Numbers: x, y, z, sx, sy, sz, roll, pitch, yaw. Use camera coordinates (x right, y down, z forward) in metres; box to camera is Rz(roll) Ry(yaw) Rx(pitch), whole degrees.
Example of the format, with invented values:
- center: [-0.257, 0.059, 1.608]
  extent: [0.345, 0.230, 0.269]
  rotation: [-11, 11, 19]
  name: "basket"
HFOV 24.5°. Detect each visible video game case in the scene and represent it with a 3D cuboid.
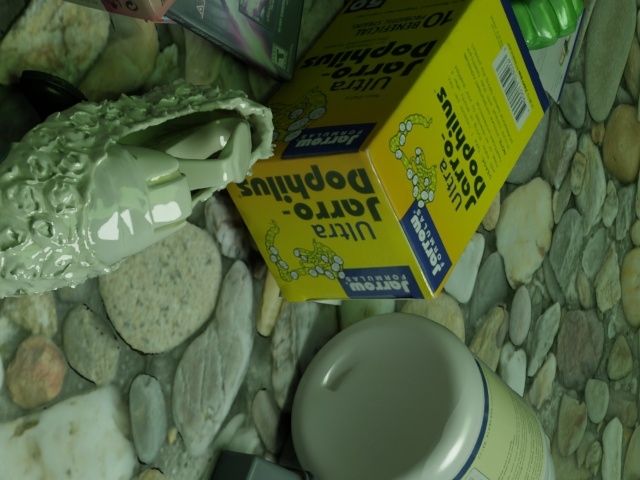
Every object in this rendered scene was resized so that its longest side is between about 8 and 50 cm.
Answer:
- center: [-0.089, -0.292, 1.485]
  extent: [0.274, 0.026, 0.196]
  rotation: [23, 73, -60]
  name: "video game case"

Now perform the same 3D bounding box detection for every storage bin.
- center: [-0.074, 0.295, 1.590]
  extent: [0.091, 0.098, 0.135]
  rotation: [38, 64, -42]
  name: "storage bin"

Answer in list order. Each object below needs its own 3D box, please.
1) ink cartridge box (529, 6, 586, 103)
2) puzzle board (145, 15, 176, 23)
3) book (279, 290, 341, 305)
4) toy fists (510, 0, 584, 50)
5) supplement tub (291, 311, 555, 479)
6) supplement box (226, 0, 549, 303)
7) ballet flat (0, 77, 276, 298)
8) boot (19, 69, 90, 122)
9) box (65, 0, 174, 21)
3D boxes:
- center: [0.260, -0.330, 2.000]
  extent: [0.333, 0.065, 0.165]
  rotation: [40, 63, -51]
  name: "ink cartridge box"
- center: [-0.129, -0.264, 1.465]
  extent: [0.128, 0.011, 0.096]
  rotation: [-10, 104, -55]
  name: "puzzle board"
- center: [0.000, 0.000, 1.698]
  extent: [0.096, 0.035, 0.144]
  rotation: [11, 83, -58]
  name: "book"
- center: [0.276, -0.324, 1.841]
  extent: [0.279, 0.142, 0.096]
  rotation: [-48, 134, -41]
  name: "toy fists"
- center: [0.134, 0.247, 1.761]
  extent: [0.325, 0.235, 0.235]
  rotation: [42, 61, -52]
  name: "supplement tub"
- center: [0.079, -0.117, 1.608]
  extent: [0.356, 0.194, 0.195]
  rotation: [-56, 130, -41]
  name: "supplement box"
- center: [-0.152, -0.062, 1.285]
  extent: [0.409, 0.147, 0.147]
  rotation: [-45, 132, -60]
  name: "ballet flat"
- center: [-0.236, -0.083, 1.305]
  extent: [0.121, 0.045, 0.099]
  rotation: [44, 57, -58]
  name: "boot"
- center: [-0.183, -0.322, 1.229]
  extent: [0.148, 0.127, 0.232]
  rotation: [-57, 148, -25]
  name: "box"
